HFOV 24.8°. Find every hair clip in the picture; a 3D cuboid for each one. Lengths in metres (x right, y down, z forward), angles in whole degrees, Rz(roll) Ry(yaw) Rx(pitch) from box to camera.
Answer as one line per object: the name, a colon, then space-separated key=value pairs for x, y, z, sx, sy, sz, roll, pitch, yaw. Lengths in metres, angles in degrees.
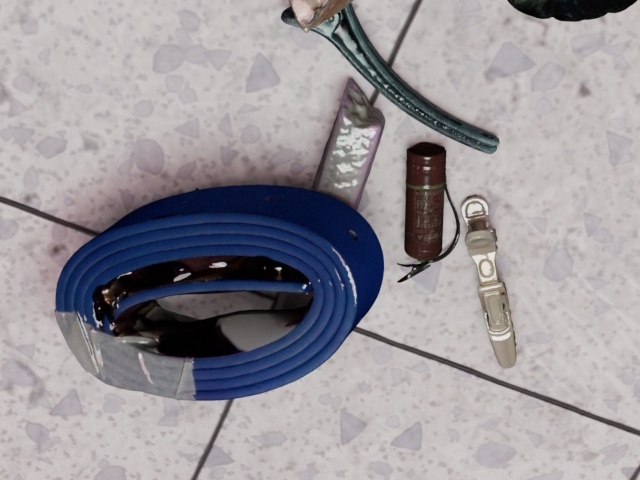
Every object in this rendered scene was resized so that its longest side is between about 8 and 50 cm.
hair clip: x=0.082 y=-0.174 z=1.536 sx=0.083 sy=0.048 sz=0.275 roll=-42 pitch=115 yaw=17
hair clip: x=0.194 y=0.063 z=1.636 sx=0.034 sy=0.072 sz=0.226 roll=-11 pitch=118 yaw=8

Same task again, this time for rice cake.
rice cake: x=0.000 y=0.000 z=1.606 sx=0.056 sy=0.073 sz=0.365 roll=16 pitch=114 yaw=-6

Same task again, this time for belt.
belt: x=-0.107 y=0.055 z=1.557 sx=0.346 sy=0.117 sz=0.213 roll=-8 pitch=107 yaw=20

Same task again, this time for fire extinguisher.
fire extinguisher: x=0.121 y=-0.030 z=1.605 sx=0.078 sy=0.045 sz=0.157 roll=-10 pitch=118 yaw=-20

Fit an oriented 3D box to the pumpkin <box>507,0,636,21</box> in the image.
pumpkin: x=0.238 y=-0.313 z=1.386 sx=0.220 sy=0.162 sz=0.221 roll=13 pitch=131 yaw=15

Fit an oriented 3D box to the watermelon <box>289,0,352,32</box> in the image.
watermelon: x=-0.017 y=-0.347 z=1.327 sx=0.250 sy=0.292 sz=0.283 roll=36 pitch=146 yaw=11
